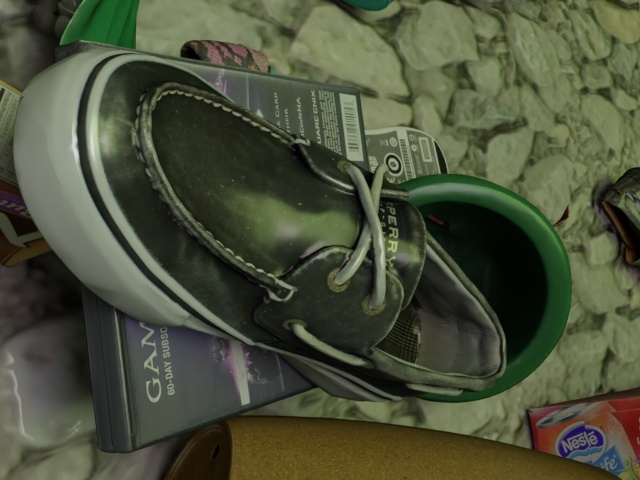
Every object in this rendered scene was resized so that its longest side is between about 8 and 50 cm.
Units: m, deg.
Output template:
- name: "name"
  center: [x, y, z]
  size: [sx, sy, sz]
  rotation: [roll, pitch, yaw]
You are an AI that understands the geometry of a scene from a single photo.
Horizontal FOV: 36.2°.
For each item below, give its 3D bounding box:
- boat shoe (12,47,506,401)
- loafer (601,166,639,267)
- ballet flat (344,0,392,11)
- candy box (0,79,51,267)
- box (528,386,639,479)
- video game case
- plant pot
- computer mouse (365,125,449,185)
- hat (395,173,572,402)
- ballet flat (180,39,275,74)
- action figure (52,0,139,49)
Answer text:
- name: "boat shoe"
  center: [0.000, 0.000, 0.497]
  size: [0.335, 0.119, 0.121]
  rotation: [34, 56, -52]
- name: "loafer"
  center: [0.344, 0.010, 1.029]
  size: [0.061, 0.062, 0.170]
  rotation: [-31, 97, -21]
- name: "ballet flat"
  center: [-0.010, -0.260, 0.757]
  size: [0.203, 0.074, 0.074]
  rotation: [30, 59, -31]
- name: "candy box"
  center: [-0.205, -0.053, 0.484]
  size: [0.187, 0.109, 0.053]
  rotation: [32, 58, -34]
- name: "box"
  center: [0.344, 0.205, 0.905]
  size: [0.300, 0.142, 0.154]
  rotation: [2, 76, -43]
- name: "video game case"
  center: [-0.039, -0.003, 0.576]
  size: [0.274, 0.026, 0.196]
  rotation: [-6, 89, -59]
- name: "plant pot"
  center: [0.031, 0.202, 0.574]
  size: [0.254, 0.237, 0.237]
  rotation: [27, 60, -20]
- name: "computer mouse"
  center: [0.019, -0.050, 0.744]
  size: [0.193, 0.042, 0.106]
  rotation: [0, 73, -38]
- name: "hat"
  center: [0.104, 0.025, 0.809]
  size: [0.209, 0.183, 0.173]
  rotation: [21, 99, -7]
- name: "ballet flat"
  center: [-0.078, -0.027, 0.625]
  size: [0.079, 0.077, 0.221]
  rotation: [11, 73, -22]
- name: "action figure"
  center: [-0.134, -0.159, 0.585]
  size: [0.064, 0.137, 0.232]
  rotation: [6, 75, -3]
